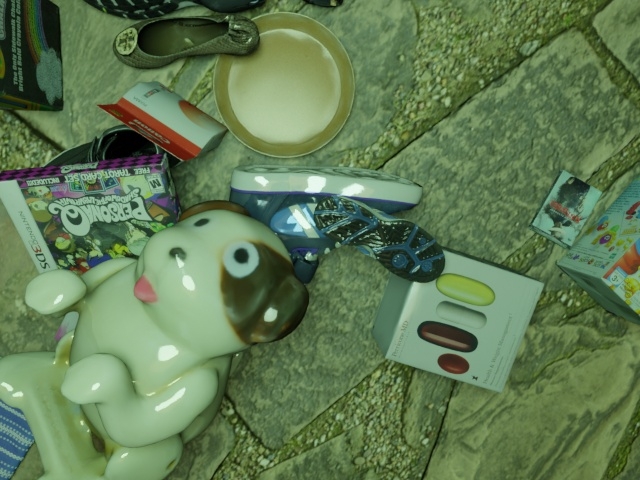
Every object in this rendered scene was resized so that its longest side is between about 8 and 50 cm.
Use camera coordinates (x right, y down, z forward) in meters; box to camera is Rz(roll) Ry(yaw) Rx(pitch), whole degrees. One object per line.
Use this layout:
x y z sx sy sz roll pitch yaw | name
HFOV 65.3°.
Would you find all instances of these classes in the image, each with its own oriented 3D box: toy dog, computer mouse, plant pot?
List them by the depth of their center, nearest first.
-0.194 0.143 0.685 0.395 0.285 0.408 13 122 -46 | toy dog
-0.074 -0.382 0.790 0.242 0.071 0.041 -7 77 -17 | computer mouse
-0.061 -0.259 0.844 0.236 0.032 0.236 0 97 -3 | plant pot

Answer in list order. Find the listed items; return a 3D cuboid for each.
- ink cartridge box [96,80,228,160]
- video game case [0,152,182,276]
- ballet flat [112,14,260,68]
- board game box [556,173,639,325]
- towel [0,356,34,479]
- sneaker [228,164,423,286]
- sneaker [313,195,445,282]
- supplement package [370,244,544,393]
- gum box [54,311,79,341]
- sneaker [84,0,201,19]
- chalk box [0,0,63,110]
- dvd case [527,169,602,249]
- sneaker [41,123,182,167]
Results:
-0.234 -0.189 0.769 0.145 0.179 0.045 33 105 -6 | ink cartridge box
-0.322 -0.018 0.746 0.232 0.042 0.210 -6 126 -3 | video game case
-0.221 -0.325 0.797 0.249 0.058 0.084 1 88 9 | ballet flat
0.576 -0.006 0.847 0.142 0.144 0.275 41 94 -7 | board game box
-0.652 0.352 0.885 0.243 0.040 0.336 33 94 -7 | towel
0.000 0.000 0.842 0.322 0.130 0.236 2 107 -8 | sneaker
0.090 -0.010 0.731 0.211 0.081 0.080 30 101 -7 | sneaker
0.219 0.116 0.842 0.203 0.149 0.194 17 96 -5 | supplement package
-0.359 0.112 0.858 0.107 0.062 0.188 28 95 -5 | gum box
-0.248 -0.438 0.788 0.299 0.111 0.121 -10 83 -7 | sneaker
-0.512 -0.288 0.690 0.179 0.289 0.180 1 96 -3 | chalk box
0.441 -0.055 0.901 0.087 0.013 0.119 29 95 -6 | dvd case
-0.362 -0.114 0.790 0.295 0.147 0.105 -21 99 1 | sneaker
